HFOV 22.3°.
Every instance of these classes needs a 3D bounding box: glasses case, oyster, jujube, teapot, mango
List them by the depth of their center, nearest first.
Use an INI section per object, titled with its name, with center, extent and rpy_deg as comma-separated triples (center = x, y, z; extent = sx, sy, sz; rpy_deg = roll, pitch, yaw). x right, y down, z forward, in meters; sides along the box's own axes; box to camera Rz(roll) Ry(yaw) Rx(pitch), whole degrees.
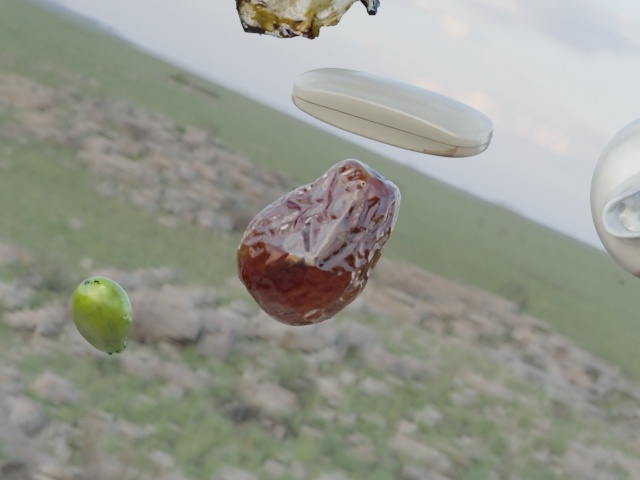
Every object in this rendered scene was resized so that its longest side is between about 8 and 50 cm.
[glasses case]
center = 0.068, -0.124, 1.566
extent = 0.204, 0.051, 0.081
rpy_deg = 20, 29, 23
[teapot]
center = 0.422, -0.053, 1.877
extent = 0.298, 0.204, 0.139
rpy_deg = -19, 4, -22
[oyster]
center = -0.029, -0.454, 2.216
extent = 0.221, 0.361, 0.096
rpy_deg = -3, 10, 7
[jujube]
center = 0.000, 0.000, 2.316
extent = 0.190, 0.255, 0.190
rpy_deg = 38, 8, -6
[mango]
center = -0.325, 0.120, 2.433
extent = 0.091, 0.074, 0.165
rpy_deg = 15, -38, 18
